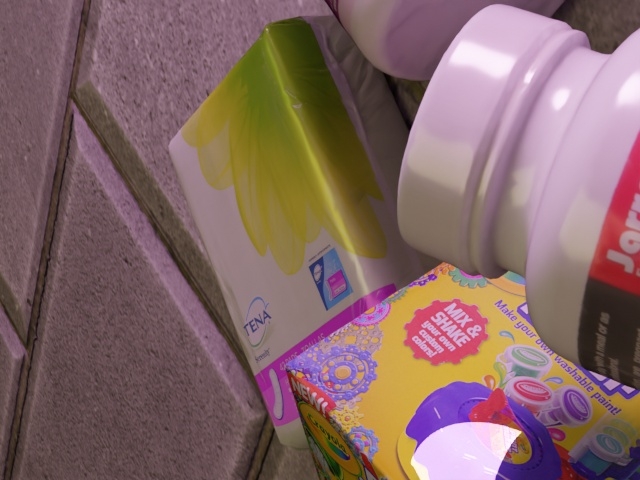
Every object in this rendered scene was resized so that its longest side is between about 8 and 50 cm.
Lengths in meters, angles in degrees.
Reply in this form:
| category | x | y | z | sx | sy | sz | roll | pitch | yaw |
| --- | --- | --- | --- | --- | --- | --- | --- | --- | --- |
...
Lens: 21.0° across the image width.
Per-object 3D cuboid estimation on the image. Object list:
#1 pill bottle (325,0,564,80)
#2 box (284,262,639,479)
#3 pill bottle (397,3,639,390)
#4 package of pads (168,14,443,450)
| category | x | y | z | sx | sy | sz | roll | pitch | yaw |
| --- | --- | --- | --- | --- | --- | --- | --- | --- | --- |
| pill bottle | 0.030 | -0.262 | 1.104 | 0.301 | 0.169 | 0.169 | 59 | 147 | 26 |
| box | 0.150 | 0.197 | 1.040 | 0.290 | 0.177 | 0.279 | 45 | 159 | 40 |
| pill bottle | 0.205 | -0.001 | 0.806 | 0.318 | 0.176 | 0.176 | 22 | 128 | 20 |
| package of pads | 0.000 | 0.000 | 1.359 | 0.229 | 0.101 | 0.296 | -39 | 70 | 57 |
